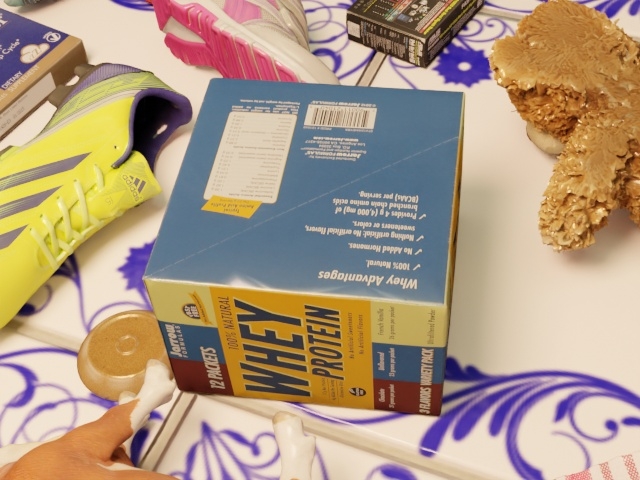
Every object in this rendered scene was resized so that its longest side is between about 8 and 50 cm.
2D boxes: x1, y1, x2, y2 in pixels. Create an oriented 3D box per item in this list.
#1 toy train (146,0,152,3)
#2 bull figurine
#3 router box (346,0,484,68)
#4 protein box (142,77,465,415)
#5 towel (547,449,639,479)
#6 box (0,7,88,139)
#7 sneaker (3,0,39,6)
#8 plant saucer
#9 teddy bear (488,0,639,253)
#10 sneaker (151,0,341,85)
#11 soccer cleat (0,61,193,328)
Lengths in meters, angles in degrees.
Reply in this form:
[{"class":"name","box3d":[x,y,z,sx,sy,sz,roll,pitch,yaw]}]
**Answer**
[{"class":"toy train","box3d":[-0.144,-0.366,1.070,0.143,0.105,0.248,-8,49,-15]},{"class":"bull figurine","box3d":[-0.120,0.171,0.602,0.310,0.101,0.188,23,47,16]},{"class":"router box","box3d":[0.097,-0.233,0.970,0.092,0.038,0.122,26,57,25]},{"class":"protein box","box3d":[0.000,0.000,0.718,0.199,0.136,0.201,4,50,8]},{"class":"towel","box3d":[0.135,0.197,0.538,0.197,0.029,0.144,-30,40,35]},{"class":"box","box3d":[-0.363,-0.184,0.973,0.225,0.037,0.136,23,55,24]},{"class":"sneaker","box3d":[-0.371,-0.348,1.065,0.122,0.110,0.283,-40,57,-21]},{"class":"plant saucer","box3d":[-0.146,0.083,0.740,0.083,0.015,0.083,-3,49,3]},{"class":"teddy bear","box3d":[0.281,-0.057,0.778,0.338,0.113,0.245,26,63,15]},{"class":"sneaker","box3d":[-0.054,-0.194,0.909,0.111,0.103,0.252,-34,56,-20]},{"class":"soccer cleat","box3d":[-0.200,-0.040,0.800,0.121,0.093,0.289,17,54,10]}]
